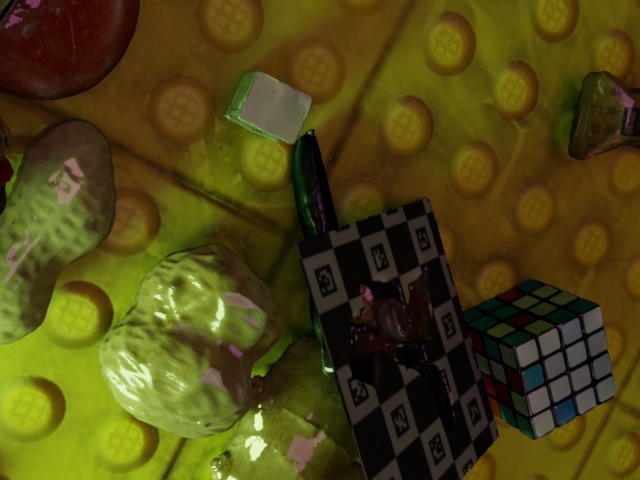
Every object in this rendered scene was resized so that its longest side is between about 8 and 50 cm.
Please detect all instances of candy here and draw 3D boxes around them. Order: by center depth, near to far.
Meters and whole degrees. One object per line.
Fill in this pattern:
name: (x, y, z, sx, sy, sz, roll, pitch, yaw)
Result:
candy: (0.489, -0.187, 1.117, 0.271, 0.101, 0.143, -1, 107, -27)

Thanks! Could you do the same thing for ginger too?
ginger: (-0.049, 0.308, 1.003, 0.236, 0.166, 0.376, 27, 107, -38)

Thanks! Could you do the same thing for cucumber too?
cucumber: (0.000, 0.000, 0.958, 0.056, 0.056, 0.285, -6, 87, -21)

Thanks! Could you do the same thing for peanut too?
peanut: (-0.310, -0.004, 0.831, 0.125, 0.111, 0.275, 31, 92, -39)
peanut: (-0.152, 0.118, 0.901, 0.196, 0.110, 0.233, 27, 86, 3)

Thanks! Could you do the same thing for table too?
table: (-0.066, -0.160, 0.905, 0.079, 0.083, 0.063, 23, 91, -23)

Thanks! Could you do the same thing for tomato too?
tomato: (-0.275, -0.237, 0.778, 0.214, 0.180, 0.155, -51, 132, 3)

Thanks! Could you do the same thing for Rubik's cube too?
Rubik's cube: (0.311, 0.167, 1.087, 0.154, 0.151, 0.155, -24, 108, -17)

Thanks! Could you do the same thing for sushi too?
sushi: (0.091, 0.147, 0.942, 0.343, 0.064, 0.360, -19, 92, -55)

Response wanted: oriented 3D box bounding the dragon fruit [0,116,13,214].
dragon fruit: (-0.444, -0.056, 0.702, 0.302, 0.237, 0.231, -32, 98, 12)
